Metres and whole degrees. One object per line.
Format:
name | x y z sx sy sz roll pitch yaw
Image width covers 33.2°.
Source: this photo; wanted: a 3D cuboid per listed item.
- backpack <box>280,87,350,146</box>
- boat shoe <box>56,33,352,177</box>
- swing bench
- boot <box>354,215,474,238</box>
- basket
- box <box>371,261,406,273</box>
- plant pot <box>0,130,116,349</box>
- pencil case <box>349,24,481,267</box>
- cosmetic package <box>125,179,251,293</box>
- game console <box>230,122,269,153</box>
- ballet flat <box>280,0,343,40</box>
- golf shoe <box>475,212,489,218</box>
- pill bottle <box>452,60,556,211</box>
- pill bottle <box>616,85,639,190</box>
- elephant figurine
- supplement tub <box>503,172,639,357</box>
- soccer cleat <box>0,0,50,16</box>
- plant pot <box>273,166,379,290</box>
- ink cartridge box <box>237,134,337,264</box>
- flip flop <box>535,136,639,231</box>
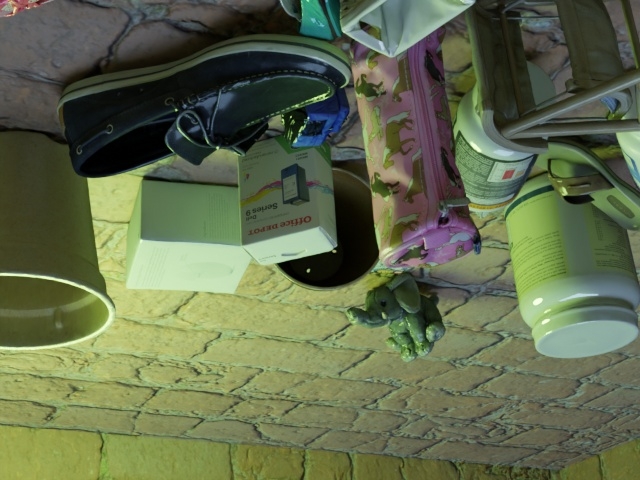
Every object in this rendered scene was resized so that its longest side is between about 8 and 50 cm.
backpack | -0.012 -0.210 1.794 0.101 0.098 0.120 2 152 -21
boat shoe | -0.185 -0.200 1.683 0.500 0.156 0.187 -10 160 18
swing bench | 0.341 -0.275 1.545 0.255 0.253 0.165 -11 153 14
boot | 0.176 -0.017 2.260 0.248 0.090 0.207 0 168 -19
basket | 0.117 -0.355 1.514 0.113 0.103 0.167 20 144 -41
box | 0.132 0.046 2.392 0.137 0.027 0.094 4 159 -16
plant pot | -0.524 -0.010 1.878 0.334 0.305 0.334 -3 154 -2
pencil case | 0.139 -0.152 1.623 0.167 0.386 0.160 -20 158 31
cosmetic package | -0.260 -0.004 2.119 0.225 0.138 0.224 3 153 -17
game console | -0.171 -0.205 1.873 0.107 0.071 0.122 -46 141 11
ballet flat | -0.024 -0.364 1.507 0.087 0.083 0.247 1 154 9
golf shoe | 0.337 -0.099 2.108 0.086 0.069 0.176 -13 154 3
pill bottle | 0.301 -0.177 1.836 0.162 0.162 0.278 -1 154 -7
pill bottle | 0.605 -0.182 1.887 0.152 0.152 0.272 -14 152 19
elephant figurine | 0.172 0.156 2.508 0.169 0.186 0.239 -46 114 5
supplement tub | 0.500 0.048 2.133 0.235 0.324 0.235 -3 154 -2
soccer cleat | -0.386 -0.350 1.431 0.318 0.116 0.108 -6 153 3
plant pot | 0.000 0.000 2.113 0.237 0.237 0.254 -2 169 -4
ink cartridge box | -0.060 -0.078 1.918 0.154 0.212 0.093 -13 152 18
flip flop | 0.493 -0.097 2.005 0.277 0.080 0.112 38 156 -4
